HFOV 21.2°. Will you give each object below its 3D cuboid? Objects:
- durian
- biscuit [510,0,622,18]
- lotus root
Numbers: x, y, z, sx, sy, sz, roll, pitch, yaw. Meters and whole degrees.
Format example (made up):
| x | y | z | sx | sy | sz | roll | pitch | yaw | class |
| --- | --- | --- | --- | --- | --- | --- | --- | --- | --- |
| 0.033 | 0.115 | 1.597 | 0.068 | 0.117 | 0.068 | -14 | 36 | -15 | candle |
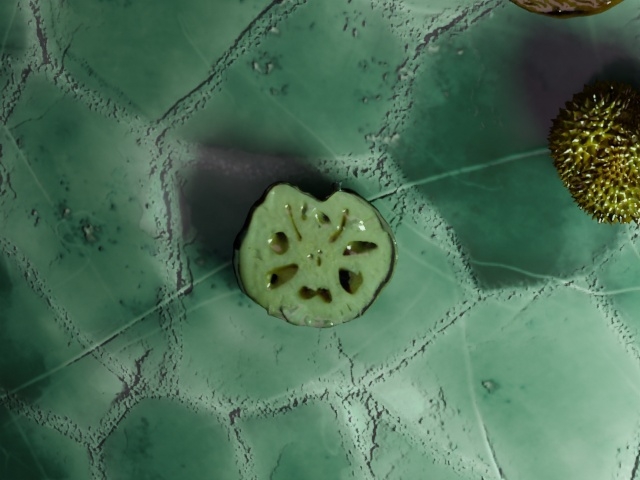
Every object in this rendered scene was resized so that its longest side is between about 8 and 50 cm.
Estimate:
| x | y | z | sx | sy | sz | roll | pitch | yaw | class |
| --- | --- | --- | --- | --- | --- | --- | --- | --- | --- |
| 0.319 | -0.096 | 1.817 | 0.158 | 0.137 | 0.168 | 45 | 134 | 24 | durian |
| 0.257 | -0.337 | 1.804 | 0.212 | 0.036 | 0.212 | 7 | 111 | 18 | biscuit |
| -0.002 | 0.003 | 2.009 | 0.183 | 0.078 | 0.203 | 34 | 122 | -6 | lotus root |
